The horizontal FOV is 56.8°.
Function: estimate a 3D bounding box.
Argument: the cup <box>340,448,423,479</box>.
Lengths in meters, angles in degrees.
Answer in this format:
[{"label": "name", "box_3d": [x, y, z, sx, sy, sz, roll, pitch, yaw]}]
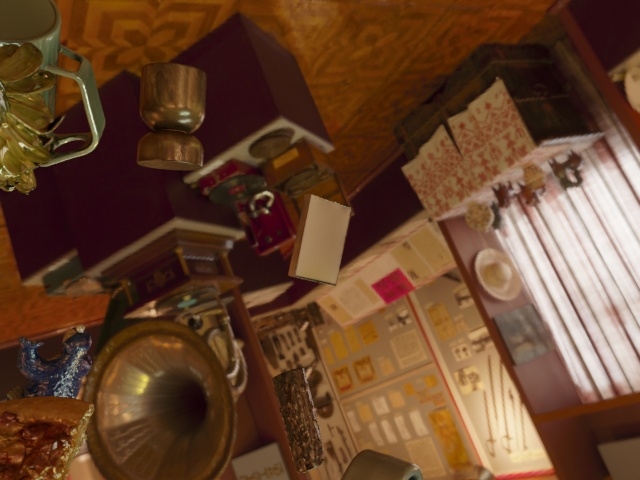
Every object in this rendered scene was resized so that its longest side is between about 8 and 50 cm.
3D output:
[{"label": "cup", "box_3d": [0.032, 0.410, 0.602, 0.257, 0.331, 0.311, -25, -166, 44]}]

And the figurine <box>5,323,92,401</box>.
[{"label": "figurine", "box_3d": [-0.567, 0.289, 1.280, 0.164, 0.120, 0.262, -10, 141, -46]}]

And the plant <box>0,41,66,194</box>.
[{"label": "plant", "box_3d": [-0.441, -0.188, 0.757, 0.297, 0.305, 0.261, -35, 156, 17]}]

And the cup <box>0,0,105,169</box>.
[{"label": "cup", "box_3d": [-0.706, -0.364, 1.334, 0.401, 0.310, 0.392, -7, 147, -38]}]

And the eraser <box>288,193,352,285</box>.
[{"label": "eraser", "box_3d": [0.000, 0.000, 1.064, 0.104, 0.150, 0.023, 16, 173, -40]}]

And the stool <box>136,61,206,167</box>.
[{"label": "stool", "box_3d": [-0.407, -0.336, 1.629, 0.179, 0.263, 0.179, 3, 179, 0]}]

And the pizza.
[{"label": "pizza", "box_3d": [-0.446, 0.339, 0.813, 0.290, 0.228, 0.081, -16, 161, -20]}]

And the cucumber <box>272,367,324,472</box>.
[{"label": "cucumber", "box_3d": [-0.040, 0.389, 1.289, 0.078, 0.211, 0.062, -9, 161, -29]}]
